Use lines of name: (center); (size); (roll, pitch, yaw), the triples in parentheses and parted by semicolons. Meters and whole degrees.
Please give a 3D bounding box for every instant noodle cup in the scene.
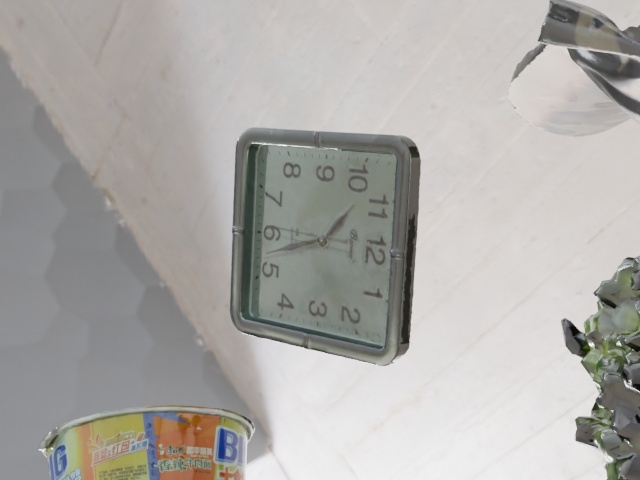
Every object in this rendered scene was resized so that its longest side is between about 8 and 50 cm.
instant noodle cup: (-0.219, 0.363, 1.257); (0.296, 0.296, 0.214); (-42, 48, 45)

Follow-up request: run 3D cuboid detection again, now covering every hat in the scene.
hat: (0.371, -0.146, 0.977); (0.382, 0.366, 0.257); (96, 163, -63)

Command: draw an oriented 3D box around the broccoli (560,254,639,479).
broccoli: (0.317, 0.104, 0.596); (0.281, 0.348, 0.293); (155, 121, -85)

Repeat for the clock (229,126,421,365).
clock: (0.000, 0.000, 1.182); (0.279, 0.049, 0.273); (9, 100, 37)
